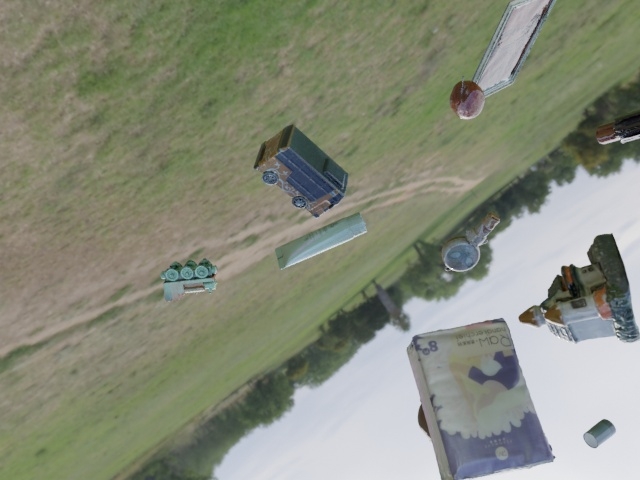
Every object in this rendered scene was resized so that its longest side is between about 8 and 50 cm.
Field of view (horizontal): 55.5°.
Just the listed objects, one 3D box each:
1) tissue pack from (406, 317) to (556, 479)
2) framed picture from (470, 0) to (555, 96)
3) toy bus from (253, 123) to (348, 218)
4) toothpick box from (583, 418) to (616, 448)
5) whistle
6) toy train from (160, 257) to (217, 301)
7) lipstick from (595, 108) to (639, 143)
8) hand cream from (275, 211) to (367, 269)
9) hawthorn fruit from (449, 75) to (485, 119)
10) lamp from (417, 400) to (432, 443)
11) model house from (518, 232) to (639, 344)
[{"bbox_3d":[0.359,0.366,1.414,0.242,0.344,0.125,-10,155,-6],"label":"tissue pack"},{"bbox_3d":[0.424,-0.428,1.355,0.216,0.016,0.273,-30,154,-31],"label":"framed picture"},{"bbox_3d":[-0.051,-0.211,1.891,0.167,0.275,0.138,-30,-147,35],"label":"toy bus"},{"bbox_3d":[0.810,0.560,1.766,0.083,0.052,0.052,-23,168,-26],"label":"toothpick box"},{"bbox_3d":[0.419,0.007,1.714,0.220,0.107,0.057,-55,-166,32],"label":"whistle"},{"bbox_3d":[-0.404,0.123,1.895,0.175,0.118,0.074,-5,-160,0],"label":"toy train"},{"bbox_3d":[0.765,-0.277,1.376,0.081,0.081,0.299,-34,-169,-29],"label":"lipstick"},{"bbox_3d":[0.000,0.000,1.308,0.205,0.050,0.078,-23,-141,3],"label":"hand cream"},{"bbox_3d":[0.263,-0.267,1.113,0.067,0.067,0.103,-39,148,12],"label":"hawthorn fruit"},{"bbox_3d":[0.371,0.500,1.660,0.180,0.258,0.180,-17,128,-23],"label":"lamp"},{"bbox_3d":[0.654,0.149,1.593,0.300,0.190,0.271,-20,-149,27],"label":"model house"}]
